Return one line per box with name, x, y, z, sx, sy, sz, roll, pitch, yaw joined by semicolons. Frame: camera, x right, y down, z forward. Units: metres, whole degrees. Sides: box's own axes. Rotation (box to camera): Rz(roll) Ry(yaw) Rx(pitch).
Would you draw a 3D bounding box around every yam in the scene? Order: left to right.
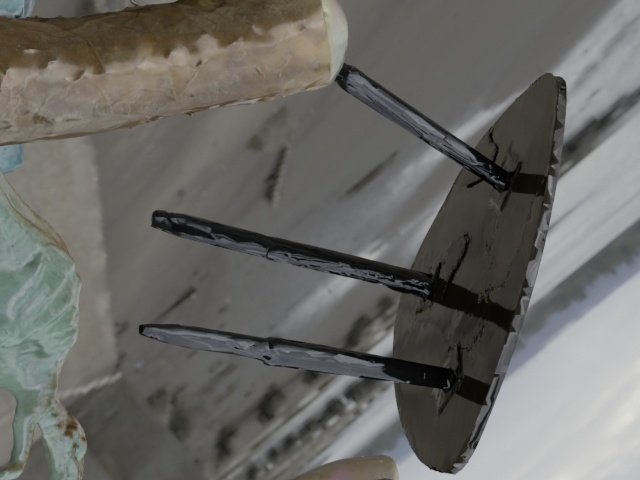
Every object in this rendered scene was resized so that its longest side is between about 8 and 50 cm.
yam;-0.130;-0.073;0.584;0.300;0.066;0.066;-11;163;-18

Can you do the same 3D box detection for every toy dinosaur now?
toy dinosaur;-0.228;0.022;0.892;0.092;0.392;0.205;8;-162;28

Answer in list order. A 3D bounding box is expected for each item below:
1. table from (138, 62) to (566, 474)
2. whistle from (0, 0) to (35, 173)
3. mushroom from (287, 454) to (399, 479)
table;0.000;0.000;1.042;0.317;0.249;0.317;-162;-90;-79
whistle;-0.367;-0.224;1.355;0.163;0.164;0.289;-29;133;-51
mushroom;-0.013;0.283;1.313;0.236;0.162;0.173;111;-14;-49
